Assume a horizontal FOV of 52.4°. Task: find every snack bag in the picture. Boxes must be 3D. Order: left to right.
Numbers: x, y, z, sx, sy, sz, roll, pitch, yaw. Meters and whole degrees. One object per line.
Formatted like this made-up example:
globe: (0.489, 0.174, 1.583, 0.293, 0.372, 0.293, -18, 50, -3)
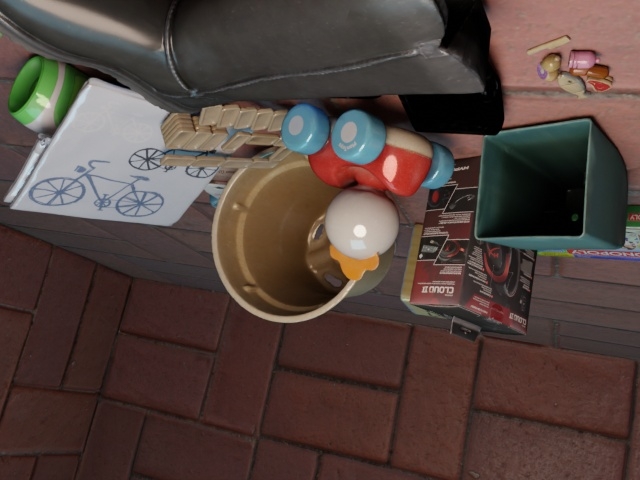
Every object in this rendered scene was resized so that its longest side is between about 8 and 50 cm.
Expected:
snack bag: (-0.321, -0.137, 1.112, 0.323, 0.037, 0.342, 7, 144, -42)

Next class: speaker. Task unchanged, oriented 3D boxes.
speaker: (-0.384, -0.205, 1.153, 0.131, 0.131, 0.296, 0, 162, 42)

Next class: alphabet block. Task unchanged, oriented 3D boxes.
alphabet block: (0.318, 0.084, 1.566, 0.197, 0.194, 0.192, 7, 167, 20)

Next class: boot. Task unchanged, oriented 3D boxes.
boot: (-0.088, -0.247, 0.665, 0.445, 0.146, 0.367, 7, 174, 35)

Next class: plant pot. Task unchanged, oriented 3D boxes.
plant pot: (0.000, 0.000, 1.332, 0.333, 0.334, 0.305, 6, 176, 25)
plant pot: (0.376, -0.063, 1.001, 0.165, 0.166, 0.234, -1, 169, 44)

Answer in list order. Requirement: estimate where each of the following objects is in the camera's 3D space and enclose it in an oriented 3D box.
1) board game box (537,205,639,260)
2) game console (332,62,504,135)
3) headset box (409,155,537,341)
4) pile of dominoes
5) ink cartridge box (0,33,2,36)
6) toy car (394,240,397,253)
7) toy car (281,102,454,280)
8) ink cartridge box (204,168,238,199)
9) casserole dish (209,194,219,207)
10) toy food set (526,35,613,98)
board game box: (0.554, -0.013, 1.269, 0.317, 0.046, 0.213, 3, 163, 36)
game console: (0.064, -0.212, 0.899, 0.361, 0.044, 0.213, 7, 166, 23)
headset box: (0.282, 0.030, 1.157, 0.218, 0.293, 0.110, 23, 163, -39)
pile of dominoes: (-0.133, -0.181, 1.076, 0.251, 0.040, 0.196, -4, 161, -41)
ink cartridge box: (-0.514, -0.318, 0.827, 0.201, 0.117, 0.278, 22, 164, -34)
toy car: (0.096, 0.036, 1.684, 0.182, 0.136, 0.159, 19, 165, -27)
toy car: (0.053, -0.061, 0.993, 0.210, 0.238, 0.219, 17, -176, 43)
ink cartridge box: (-0.174, -0.117, 1.455, 0.115, 0.067, 0.198, 6, 167, 24)
casserole dish: (-0.201, -0.088, 1.665, 0.188, 0.037, 0.114, 19, 166, -29)
toy food set: (0.306, -0.200, 0.778, 0.122, 0.019, 0.078, 21, 164, -31)
